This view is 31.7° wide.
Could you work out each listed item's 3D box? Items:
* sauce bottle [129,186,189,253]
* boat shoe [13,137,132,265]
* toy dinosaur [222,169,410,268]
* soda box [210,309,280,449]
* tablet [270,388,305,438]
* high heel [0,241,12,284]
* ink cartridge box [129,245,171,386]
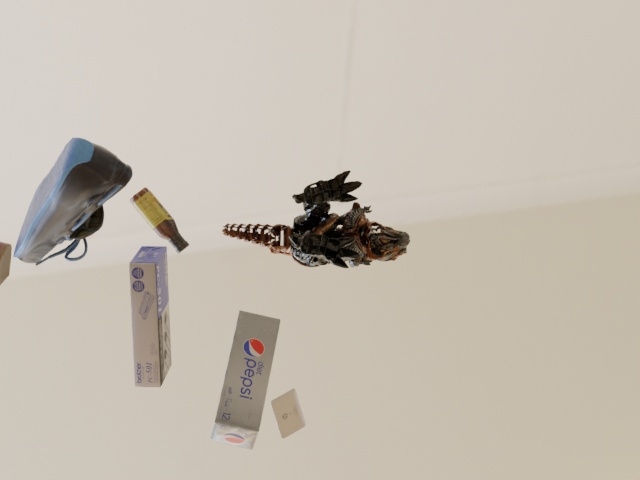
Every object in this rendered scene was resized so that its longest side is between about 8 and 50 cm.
[{"bbox_3d":[-0.279,-0.033,1.967,0.042,0.128,0.042,-38,5,4],"label":"sauce bottle"},{"bbox_3d":[-0.306,-0.027,1.375,0.089,0.109,0.258,21,-28,-22],"label":"boat shoe"},{"bbox_3d":[0.000,0.000,1.999,0.321,0.164,0.218,-18,-12,-13],"label":"toy dinosaur"},{"bbox_3d":[-0.159,0.296,2.419,0.098,0.286,0.091,13,-38,-5],"label":"soda box"},{"bbox_3d":[-0.058,0.315,2.050,0.054,0.006,0.083,-26,-65,-24],"label":"tablet"},{"bbox_3d":[-0.642,0.136,1.916,0.181,0.127,0.377,18,-71,1],"label":"high heel"},{"bbox_3d":[-0.271,0.121,1.803,0.046,0.097,0.207,0,-75,3],"label":"ink cartridge box"}]
